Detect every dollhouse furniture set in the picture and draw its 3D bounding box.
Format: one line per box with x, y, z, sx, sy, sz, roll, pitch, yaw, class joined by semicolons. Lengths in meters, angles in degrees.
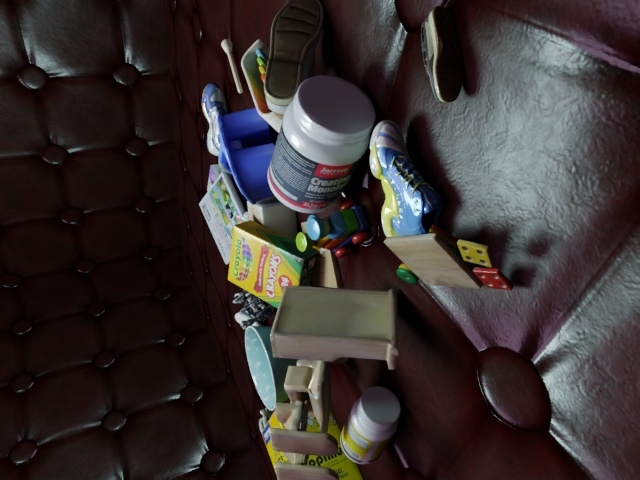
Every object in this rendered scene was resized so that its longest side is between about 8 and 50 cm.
0.041;0.310;1.024;0.362;0.257;0.394;-77;-13;-54;dollhouse furniture set

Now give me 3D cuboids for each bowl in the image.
-0.154;0.449;1.608;0.311;0.163;0.311;36;131;54;bowl

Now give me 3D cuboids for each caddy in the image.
-0.210;-0.243;1.283;0.341;0.179;0.241;73;-179;-81;caddy

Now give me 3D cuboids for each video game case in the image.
-0.418;-0.092;1.932;0.300;0.036;0.329;-36;76;49;video game case

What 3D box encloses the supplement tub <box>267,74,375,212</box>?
-0.005;-0.206;0.975;0.191;0.191;0.272;66;153;23;supplement tub

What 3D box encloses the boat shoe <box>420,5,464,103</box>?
0.193;-0.293;0.699;0.049;0.056;0.152;173;95;-69;boat shoe

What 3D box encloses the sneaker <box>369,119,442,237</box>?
0.170;-0.107;0.805;0.126;0.091;0.240;7;115;51;sneaker

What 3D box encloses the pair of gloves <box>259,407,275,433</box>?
-0.126;0.717;1.608;0.042;0.240;0.204;-43;55;22;pair of gloves

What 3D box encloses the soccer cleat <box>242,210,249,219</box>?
-0.264;0.005;1.657;0.331;0.143;0.116;56;147;38;soccer cleat

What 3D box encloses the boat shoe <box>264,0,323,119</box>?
-0.067;-0.427;1.011;0.103;0.113;0.302;100;-174;-73;boat shoe

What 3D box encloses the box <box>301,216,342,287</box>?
-0.001;0.038;1.275;0.164;0.021;0.201;-8;95;64;box

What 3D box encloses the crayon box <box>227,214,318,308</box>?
-0.174;0.071;1.336;0.319;0.081;0.202;24;119;26;crayon box

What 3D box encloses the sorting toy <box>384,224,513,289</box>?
0.206;0.024;0.752;0.132;0.046;0.274;42;160;-20;sorting toy

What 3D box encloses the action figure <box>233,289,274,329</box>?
-0.302;0.287;1.869;0.276;0.141;0.164;-23;92;63;action figure

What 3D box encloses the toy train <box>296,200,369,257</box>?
0.000;0.000;1.088;0.248;0.143;0.105;-43;62;53;toy train

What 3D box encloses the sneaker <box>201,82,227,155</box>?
-0.408;-0.500;1.803;0.131;0.112;0.296;18;120;42;sneaker

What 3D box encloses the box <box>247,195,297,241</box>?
-0.153;0.016;1.459;0.148;0.121;0.311;23;122;59;box

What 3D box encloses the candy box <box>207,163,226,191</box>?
-0.481;-0.240;2.072;0.164;0.070;0.196;66;151;22;candy box

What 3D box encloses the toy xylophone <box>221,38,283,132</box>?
-0.141;-0.409;1.148;0.081;0.236;0.322;-31;65;16;toy xylophone

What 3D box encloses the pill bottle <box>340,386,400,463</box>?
0.126;0.466;1.094;0.119;0.119;0.208;56;146;38;pill bottle

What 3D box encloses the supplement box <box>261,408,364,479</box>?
-0.023;0.727;1.408;0.356;0.194;0.195;59;141;33;supplement box

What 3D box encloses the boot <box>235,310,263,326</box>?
-0.294;0.372;1.983;0.190;0.086;0.069;32;126;20;boot
